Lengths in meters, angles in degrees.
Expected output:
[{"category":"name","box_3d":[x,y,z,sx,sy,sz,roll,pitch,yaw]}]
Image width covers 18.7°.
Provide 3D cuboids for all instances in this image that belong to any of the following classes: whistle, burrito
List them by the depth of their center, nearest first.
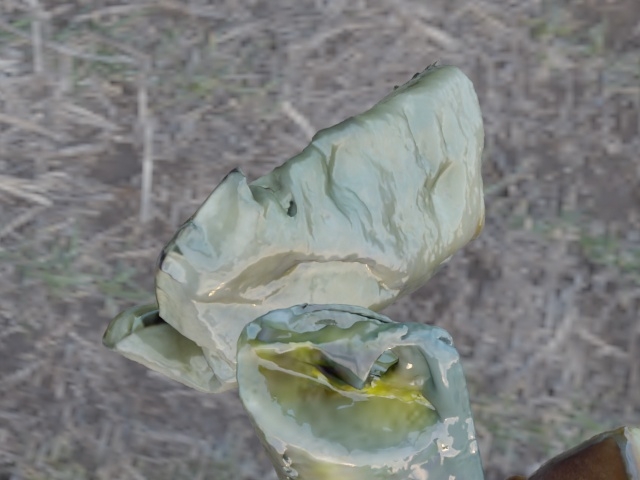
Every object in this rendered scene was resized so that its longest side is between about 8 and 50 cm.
[{"category":"whistle","box_3d":[0.036,0.116,0.698,0.326,0.068,0.057,72,16,-54]},{"category":"burrito","box_3d":[-0.001,0.003,1.425,0.135,0.190,0.332,51,39,5]}]

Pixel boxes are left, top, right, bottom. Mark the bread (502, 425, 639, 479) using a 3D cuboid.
[{"category":"bread","box_3d":[0.280,0.349,1.742,0.143,0.323,0.333,-13,75,-29]}]
